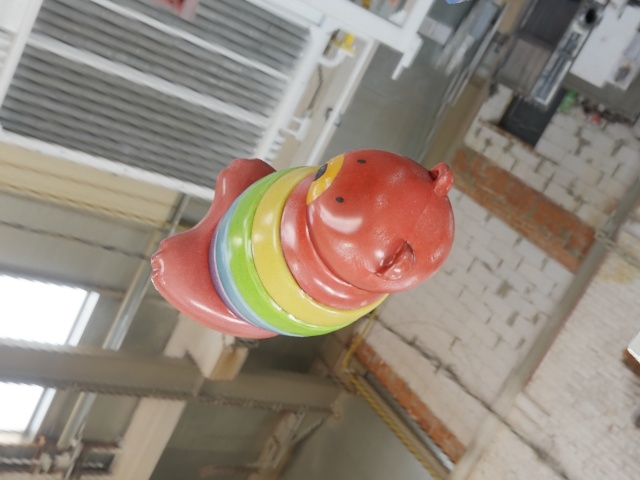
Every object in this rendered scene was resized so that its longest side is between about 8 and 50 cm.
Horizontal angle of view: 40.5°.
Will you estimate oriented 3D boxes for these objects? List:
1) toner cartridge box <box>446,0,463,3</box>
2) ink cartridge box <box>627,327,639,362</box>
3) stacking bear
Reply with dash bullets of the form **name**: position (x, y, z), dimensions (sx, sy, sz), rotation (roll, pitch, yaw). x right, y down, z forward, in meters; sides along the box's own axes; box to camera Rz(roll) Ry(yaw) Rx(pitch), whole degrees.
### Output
- **toner cartridge box**: position (0.227, -0.246, 0.467), dimensions (0.348, 0.165, 0.075), rotation (-4, 160, 25)
- **ink cartridge box**: position (0.343, 0.111, 0.431), dimensions (0.306, 0.131, 0.226), rotation (28, -168, -6)
- **stacking bear**: position (0.000, 0.000, 0.749), dimensions (0.164, 0.175, 0.289), rotation (44, 153, -16)
